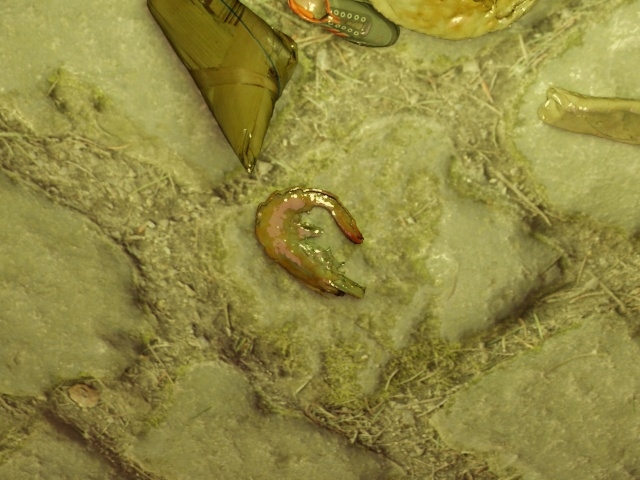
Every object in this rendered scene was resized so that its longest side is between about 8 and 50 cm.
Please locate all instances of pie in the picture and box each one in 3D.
[{"bbox_3d":[0.211,-0.435,1.463,0.339,0.077,0.339,-7,128,-8],"label":"pie"}]

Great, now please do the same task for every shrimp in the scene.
[{"bbox_3d":[0.000,-0.001,1.809,0.253,0.058,0.173,33,110,-13],"label":"shrimp"}]

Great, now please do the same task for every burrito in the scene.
[{"bbox_3d":[0.462,-0.197,1.636,0.226,0.060,0.087,10,127,-2],"label":"burrito"}]

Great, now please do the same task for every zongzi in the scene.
[{"bbox_3d":[-0.168,-0.260,1.523,0.260,0.289,0.123,38,130,-18],"label":"zongzi"}]

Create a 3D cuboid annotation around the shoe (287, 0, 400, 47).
[{"bbox_3d":[0.031,-0.343,1.575,0.194,0.077,0.074,26,120,-10],"label":"shoe"}]
